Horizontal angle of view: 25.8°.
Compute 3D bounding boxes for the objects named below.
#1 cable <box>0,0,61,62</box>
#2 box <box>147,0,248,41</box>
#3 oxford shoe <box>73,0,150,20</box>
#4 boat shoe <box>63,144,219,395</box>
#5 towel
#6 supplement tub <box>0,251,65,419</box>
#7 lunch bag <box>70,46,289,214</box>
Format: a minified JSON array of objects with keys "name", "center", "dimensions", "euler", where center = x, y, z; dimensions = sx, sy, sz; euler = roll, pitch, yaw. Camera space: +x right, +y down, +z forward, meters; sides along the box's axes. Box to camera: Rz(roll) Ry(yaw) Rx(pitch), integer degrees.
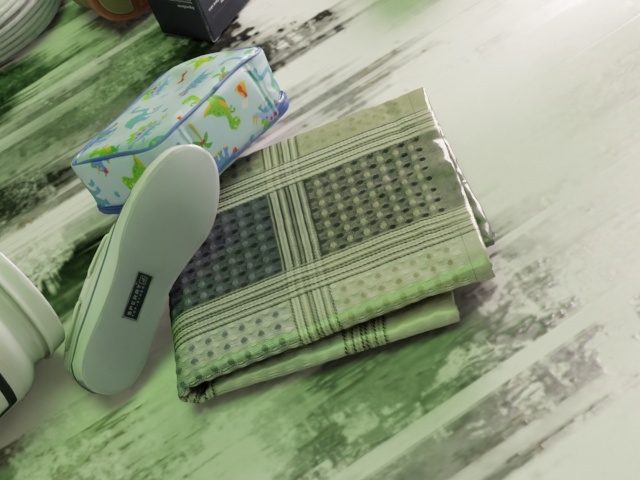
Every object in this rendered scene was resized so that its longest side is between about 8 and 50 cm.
[{"name":"cable","center":[-0.476,-0.323,1.895],"dimensions":[0.257,0.089,0.257],"euler":[-22,43,5]},{"name":"box","center":[-0.149,-0.357,1.722],"dimensions":[0.093,0.158,0.156],"euler":[14,54,34]},{"name":"oxford shoe","center":[-0.192,-0.451,1.858],"dimensions":[0.397,0.140,0.146],"euler":[-41,37,-20]},{"name":"boat shoe","center":[-0.186,0.022,1.363],"dimensions":[0.084,0.095,0.258],"euler":[13,74,55]},{"name":"towel","center":[0.000,0.000,1.385],"dimensions":[0.324,0.056,0.312],"euler":[-22,39,7]},{"name":"supplement tub","center":[-0.397,0.131,1.322],"dimensions":[0.191,0.191,0.272],"euler":[23,61,40]},{"name":"lunch bag","center":[-0.152,-0.118,1.502],"dimensions":[0.176,0.090,0.219],"euler":[-6,33,43]}]
